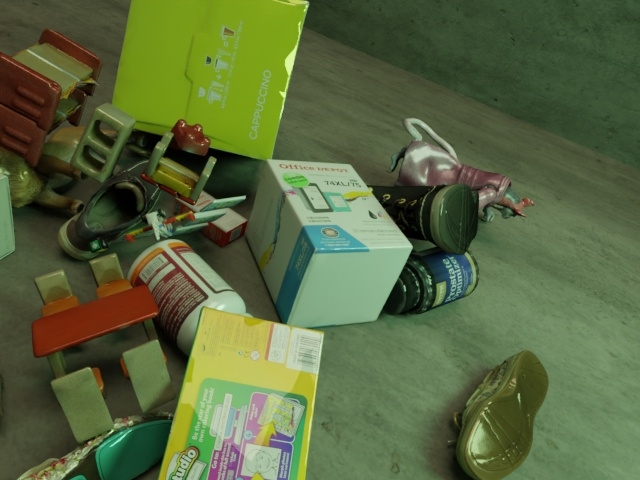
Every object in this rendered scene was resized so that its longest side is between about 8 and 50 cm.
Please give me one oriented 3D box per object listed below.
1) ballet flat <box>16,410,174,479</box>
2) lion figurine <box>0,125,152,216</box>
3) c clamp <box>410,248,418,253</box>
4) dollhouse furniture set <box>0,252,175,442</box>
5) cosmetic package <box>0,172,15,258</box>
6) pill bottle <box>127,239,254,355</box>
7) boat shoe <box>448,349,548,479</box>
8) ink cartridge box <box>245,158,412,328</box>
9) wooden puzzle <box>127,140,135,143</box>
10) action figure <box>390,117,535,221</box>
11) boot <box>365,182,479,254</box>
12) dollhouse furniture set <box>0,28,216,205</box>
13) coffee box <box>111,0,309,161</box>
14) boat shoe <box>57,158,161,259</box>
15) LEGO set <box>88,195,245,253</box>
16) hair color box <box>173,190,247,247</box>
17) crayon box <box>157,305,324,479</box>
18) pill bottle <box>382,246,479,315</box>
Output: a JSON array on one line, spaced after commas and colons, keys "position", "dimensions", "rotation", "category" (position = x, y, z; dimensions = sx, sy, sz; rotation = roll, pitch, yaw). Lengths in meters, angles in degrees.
[{"position": [-0.280, 0.264, 0.577], "dimensions": [0.077, 0.091, 0.241], "rotation": [16, 25, 34], "category": "ballet flat"}, {"position": [-0.529, -0.160, 0.991], "dimensions": [0.240, 0.142, 0.392], "rotation": [15, 21, 6], "category": "lion figurine"}, {"position": [0.157, 0.033, 1.146], "dimensions": [0.160, 0.022, 0.137], "rotation": [21, 30, 3], "category": "c clamp"}, {"position": [-0.339, 0.119, 0.627], "dimensions": [0.259, 0.135, 0.262], "rotation": [-20, 32, -24], "category": "dollhouse furniture set"}, {"position": [-0.653, -0.080, 0.778], "dimensions": [0.309, 0.160, 0.113], "rotation": [26, 35, 6], "category": "cosmetic package"}, {"position": [-0.197, 0.106, 0.786], "dimensions": [0.221, 0.121, 0.121], "rotation": [40, 40, 25], "category": "pill bottle"}, {"position": [0.294, 0.292, 0.827], "dimensions": [0.285, 0.089, 0.105], "rotation": [-29, 84, -44], "category": "boat shoe"}, {"position": [0.000, 0.000, 0.956], "dimensions": [0.198, 0.197, 0.270], "rotation": [-1, 40, -28], "category": "ink cartridge box"}, {"position": [-0.485, -0.247, 1.209], "dimensions": [0.049, 0.006, 0.083], "rotation": [32, 37, 16], "category": "wooden puzzle"}, {"position": [0.385, -0.161, 1.316], "dimensions": [0.370, 0.276, 0.248], "rotation": [19, 27, 22], "category": "action figure"}, {"position": [0.175, -0.059, 1.049], "dimensions": [0.284, 0.138, 0.377], "rotation": [5, 10, 24], "category": "boot"}, {"position": [-0.375, -0.191, 0.881], "dimensions": [0.374, 0.152, 0.201], "rotation": [30, 28, -17], "category": "dollhouse furniture set"}, {"position": [-0.245, -0.384, 1.132], "dimensions": [0.338, 0.338, 0.334], "rotation": [13, 9, -12], "category": "coffee box"}, {"position": [-0.369, -0.075, 0.938], "dimensions": [0.103, 0.092, 0.285], "rotation": [52, 35, -18], "category": "boat shoe"}, {"position": [-0.266, -0.014, 0.872], "dimensions": [0.244, 0.182, 0.060], "rotation": [-15, 82, -49], "category": "LEGO set"}, {"position": [-0.231, -0.050, 1.042], "dimensions": [0.141, 0.043, 0.072], "rotation": [34, 38, 16], "category": "hair color box"}, {"position": [-0.099, 0.236, 0.609], "dimensions": [0.165, 0.081, 0.279], "rotation": [14, 61, -9], "category": "crayon box"}, {"position": [0.213, 0.082, 1.017], "dimensions": [0.219, 0.123, 0.123], "rotation": [-12, 47, -37], "category": "pill bottle"}]
